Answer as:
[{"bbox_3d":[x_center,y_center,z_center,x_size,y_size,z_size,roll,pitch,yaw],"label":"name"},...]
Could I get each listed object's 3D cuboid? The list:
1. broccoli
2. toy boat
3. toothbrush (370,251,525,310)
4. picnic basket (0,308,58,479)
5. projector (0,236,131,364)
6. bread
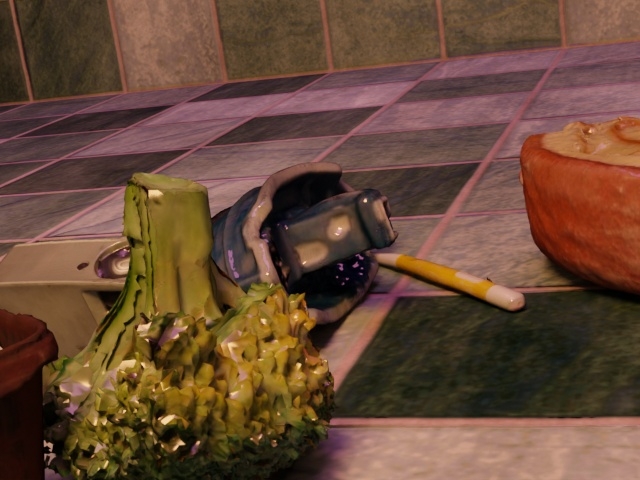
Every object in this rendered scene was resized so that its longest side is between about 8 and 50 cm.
[{"bbox_3d":[-0.086,0.056,0.668,0.194,0.194,0.219,-9,9,-2],"label":"broccoli"},{"bbox_3d":[0.000,0.000,0.934,0.142,0.129,0.309,-18,5,20],"label":"toy boat"},{"bbox_3d":[0.085,0.021,1.017,0.021,0.024,0.288,-14,16,-27],"label":"toothbrush"},{"bbox_3d":[-0.286,0.137,0.592,0.222,0.129,0.297,5,19,45],"label":"picnic basket"},{"bbox_3d":[-0.147,0.054,0.821,0.147,0.115,0.061,-1,40,22],"label":"projector"},{"bbox_3d":[0.262,-0.031,0.931,0.190,0.123,0.244,-20,18,-31],"label":"bread"}]
